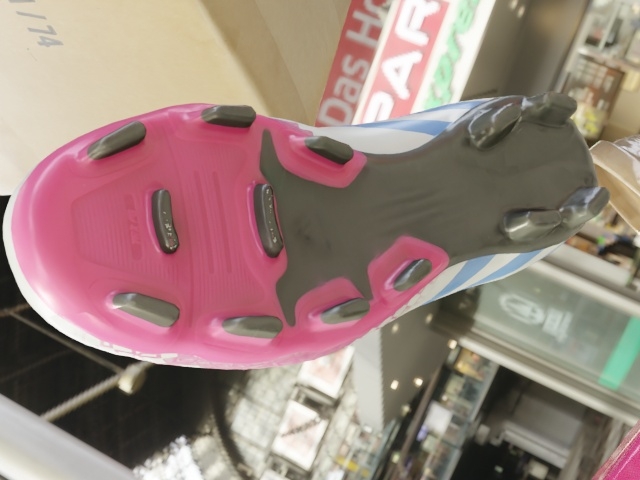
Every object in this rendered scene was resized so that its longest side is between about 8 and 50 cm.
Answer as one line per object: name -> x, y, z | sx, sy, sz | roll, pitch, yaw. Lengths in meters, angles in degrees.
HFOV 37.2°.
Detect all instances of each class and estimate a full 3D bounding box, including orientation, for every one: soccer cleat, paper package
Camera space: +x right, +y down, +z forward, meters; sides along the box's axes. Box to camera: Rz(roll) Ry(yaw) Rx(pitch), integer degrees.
soccer cleat -> 0.000, 0.000, 0.472 | 0.331, 0.116, 0.143 | -10, -11, -36
paper package -> -0.175, -0.187, 0.593 | 0.325, 0.309, 0.168 | 56, -139, -51

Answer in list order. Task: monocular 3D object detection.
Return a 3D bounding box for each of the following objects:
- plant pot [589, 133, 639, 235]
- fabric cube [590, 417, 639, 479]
plant pot -> 0.426, -0.049, 1.105 | 0.109, 0.237, 0.237 | -43, -16, 6
fabric cube -> 0.402, 0.341, 1.023 | 0.258, 0.259, 0.254 | -49, -18, -9
